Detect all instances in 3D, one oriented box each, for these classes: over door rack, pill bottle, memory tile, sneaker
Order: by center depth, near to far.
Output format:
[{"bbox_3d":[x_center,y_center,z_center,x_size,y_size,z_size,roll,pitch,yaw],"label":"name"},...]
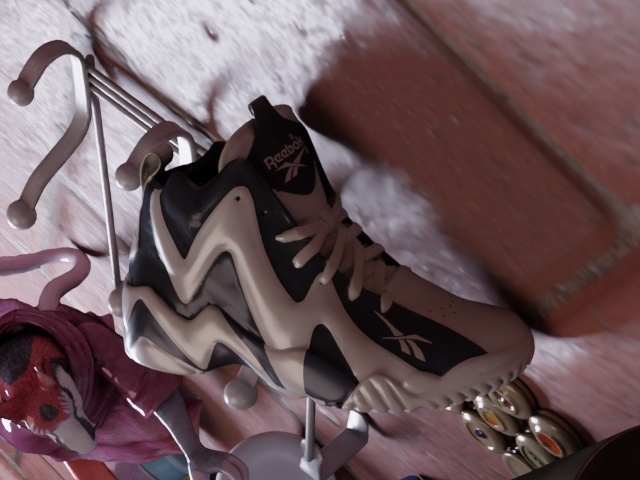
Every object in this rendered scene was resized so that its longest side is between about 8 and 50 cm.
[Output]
[{"bbox_3d":[0.000,0.000,0.887,0.234,0.094,0.153,9,114,25],"label":"sneaker"},{"bbox_3d":[0.094,0.093,1.002,0.148,0.012,0.113,42,161,11],"label":"memory tile"},{"bbox_3d":[-0.095,0.037,1.138,0.239,0.108,0.324,37,159,27],"label":"over door rack"},{"bbox_3d":[-0.038,0.242,1.431,0.103,0.103,0.184,40,160,17],"label":"pill bottle"}]

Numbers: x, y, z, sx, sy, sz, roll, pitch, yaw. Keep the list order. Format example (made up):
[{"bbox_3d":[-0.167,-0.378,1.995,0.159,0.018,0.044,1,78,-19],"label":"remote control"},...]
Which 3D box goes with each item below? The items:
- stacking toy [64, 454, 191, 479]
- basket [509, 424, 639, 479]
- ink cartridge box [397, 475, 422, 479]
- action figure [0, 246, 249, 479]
[{"bbox_3d":[-0.135,0.233,1.689,0.309,0.130,0.279,54,-175,-14],"label":"stacking toy"},{"bbox_3d":[0.150,0.187,0.870,0.204,0.154,0.227,20,155,-3],"label":"basket"},{"bbox_3d":[-0.046,0.335,1.080,0.395,0.285,0.166,-57,-57,-76],"label":"ink cartridge box"},{"bbox_3d":[-0.199,0.102,1.327,0.370,0.248,0.276,91,167,-80],"label":"action figure"}]
